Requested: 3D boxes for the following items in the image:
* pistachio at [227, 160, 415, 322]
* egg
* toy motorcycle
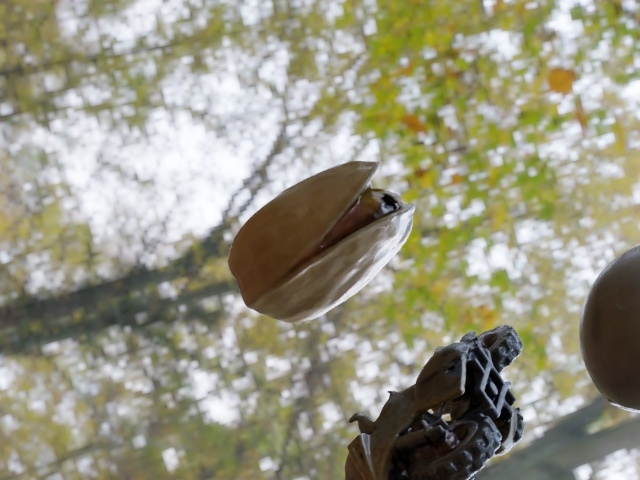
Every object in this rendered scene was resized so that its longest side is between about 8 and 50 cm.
[{"bbox_3d":[0.000,0.000,1.856,0.229,0.157,0.157,-37,-116,11],"label":"pistachio"},{"bbox_3d":[0.365,0.097,1.686,0.176,0.232,0.176,10,-59,17],"label":"egg"},{"bbox_3d":[0.085,0.133,1.190,0.130,0.229,0.094,-34,-80,22],"label":"toy motorcycle"}]
